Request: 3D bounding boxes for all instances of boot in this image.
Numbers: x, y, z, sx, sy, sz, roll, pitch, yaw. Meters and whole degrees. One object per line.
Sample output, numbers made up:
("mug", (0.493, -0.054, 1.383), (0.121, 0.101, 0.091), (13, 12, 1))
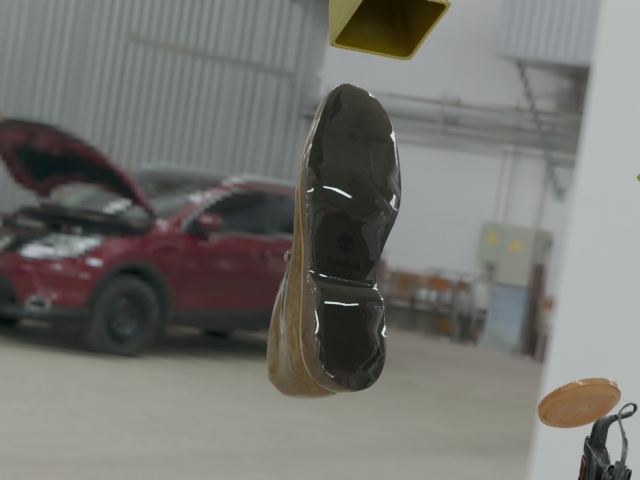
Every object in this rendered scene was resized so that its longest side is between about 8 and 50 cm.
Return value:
("boot", (0.000, 0.000, 1.465), (0.112, 0.305, 0.115), (20, -25, -29))

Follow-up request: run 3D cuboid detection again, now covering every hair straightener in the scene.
("hair straightener", (0.248, 0.253, 1.370), (0.047, 0.230, 0.089), (16, -3, -19))

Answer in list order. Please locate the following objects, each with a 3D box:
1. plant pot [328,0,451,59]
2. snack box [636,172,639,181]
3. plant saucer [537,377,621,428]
("plant pot", (0.054, -0.218, 1.368), (0.081, 0.083, 0.081), (8, -35, -25))
("snack box", (0.304, -0.056, 1.126), (0.100, 0.037, 0.141), (44, -37, 8))
("plant saucer", (0.253, 0.161, 1.542), (0.083, 0.013, 0.083), (-9, -35, -6))
